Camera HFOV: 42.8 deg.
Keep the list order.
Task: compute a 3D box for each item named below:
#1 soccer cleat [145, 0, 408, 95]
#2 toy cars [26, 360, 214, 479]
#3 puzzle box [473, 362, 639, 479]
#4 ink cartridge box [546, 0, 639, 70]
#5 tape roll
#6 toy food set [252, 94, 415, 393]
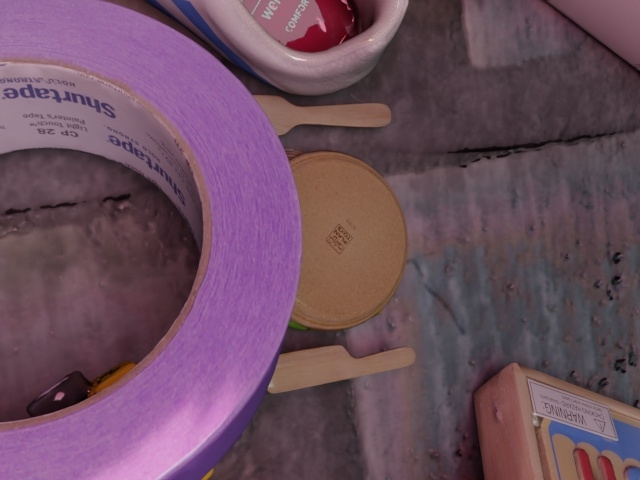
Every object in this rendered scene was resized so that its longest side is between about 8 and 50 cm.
[{"bbox_3d":[-0.094,-0.195,0.455,0.331,0.143,0.116,27,83,-19],"label":"soccer cleat"},{"bbox_3d":[-0.186,0.247,0.476,0.176,0.087,0.393,15,91,-8],"label":"toy cars"},{"bbox_3d":[0.300,0.266,0.580,0.409,0.052,0.272,21,43,-20],"label":"puzzle box"},{"bbox_3d":[0.297,-0.231,0.611,0.283,0.117,0.207,30,82,-18],"label":"ink cartridge box"},{"bbox_3d":[-0.149,0.010,0.410,0.275,0.090,0.274,3,66,-6],"label":"tape roll"},{"bbox_3d":[0.000,0.000,0.560,0.132,0.038,0.192,-4,88,-27],"label":"toy food set"}]
